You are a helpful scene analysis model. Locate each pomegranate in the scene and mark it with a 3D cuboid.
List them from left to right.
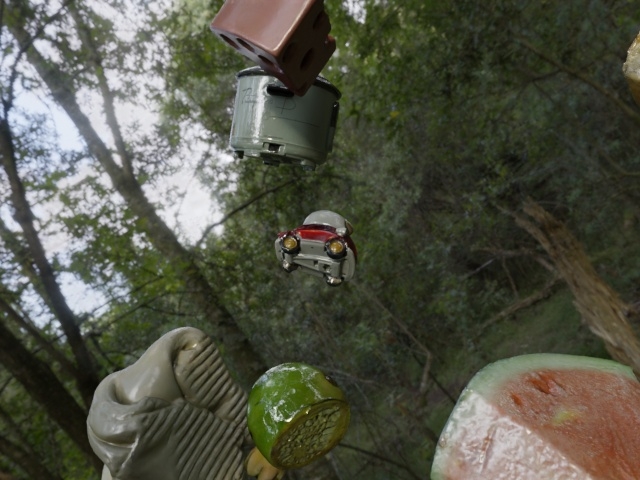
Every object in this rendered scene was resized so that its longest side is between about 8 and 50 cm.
[{"bbox_3d":[-0.056,0.339,1.014,0.190,0.159,0.240,-13,-55,-30],"label":"pomegranate"}]

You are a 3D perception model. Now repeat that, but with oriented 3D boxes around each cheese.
[{"bbox_3d":[-0.084,-0.363,0.887,0.128,0.177,0.203,-56,-9,4],"label":"cheese"}]

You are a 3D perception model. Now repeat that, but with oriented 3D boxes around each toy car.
[{"bbox_3d":[0.000,0.000,0.903,0.112,0.139,0.112,92,-168,-57],"label":"toy car"}]

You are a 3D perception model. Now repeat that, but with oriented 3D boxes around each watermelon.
[{"bbox_3d":[0.294,0.236,0.619,0.293,0.283,0.250,-25,47,47],"label":"watermelon"}]

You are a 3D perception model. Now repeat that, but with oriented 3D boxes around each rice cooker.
[{"bbox_3d":[-0.080,-0.285,1.201,0.241,0.226,0.280,9,2,4],"label":"rice cooker"}]

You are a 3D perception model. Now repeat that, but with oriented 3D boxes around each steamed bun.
[{"bbox_3d":[-0.303,0.400,1.065,0.255,0.367,0.342,-28,13,25],"label":"steamed bun"}]

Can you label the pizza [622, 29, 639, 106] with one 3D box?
[{"bbox_3d":[0.358,-0.203,0.428,0.290,0.228,0.081,-16,31,-34],"label":"pizza"}]
